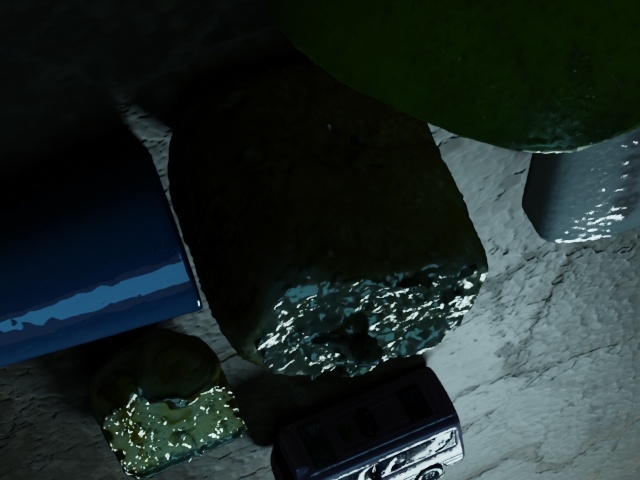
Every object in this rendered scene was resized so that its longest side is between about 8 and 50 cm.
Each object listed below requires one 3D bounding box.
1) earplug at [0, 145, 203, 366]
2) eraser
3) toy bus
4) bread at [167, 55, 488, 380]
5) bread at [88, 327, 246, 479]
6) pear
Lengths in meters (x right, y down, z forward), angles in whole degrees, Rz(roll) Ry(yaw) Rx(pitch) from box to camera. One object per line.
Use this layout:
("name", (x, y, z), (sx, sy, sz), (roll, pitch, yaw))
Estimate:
("earplug", (-0.237, 0.035, 1.336), (0.273, 0.132, 0.132), (-20, 150, -2))
("eraser", (0.269, -0.116, 1.504), (0.174, 0.095, 0.270), (-20, 151, -15))
("toy bus", (0.048, 0.217, 1.867), (0.199, 0.096, 0.108), (-22, 146, -10))
("bread", (0.000, 0.000, 1.332), (0.195, 0.246, 0.176), (-10, 146, -19))
("bread", (-0.142, 0.149, 1.631), (0.128, 0.088, 0.232), (-14, 156, -2))
("pear", (0.129, -0.171, 1.159), (0.288, 0.239, 0.139), (-14, 149, -21))
